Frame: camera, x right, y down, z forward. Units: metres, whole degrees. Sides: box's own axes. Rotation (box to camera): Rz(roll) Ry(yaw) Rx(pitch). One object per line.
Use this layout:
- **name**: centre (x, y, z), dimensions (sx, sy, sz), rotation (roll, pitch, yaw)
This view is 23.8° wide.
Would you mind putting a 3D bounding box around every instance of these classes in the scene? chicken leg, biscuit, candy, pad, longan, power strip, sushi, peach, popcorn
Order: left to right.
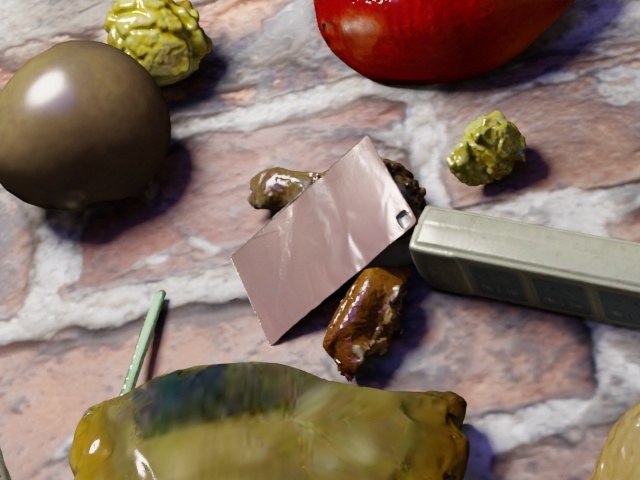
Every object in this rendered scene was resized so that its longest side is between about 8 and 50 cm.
- **longan**: centre (-0.246, -0.114, 1.533), dimensions (0.189, 0.189, 0.189), rotation (-10, 53, 14)
- **candy**: centre (-0.184, 0.172, 1.362), dimensions (0.092, 0.093, 0.335), rotation (6, 49, 8)
- **popcorn**: centre (-0.171, -0.217, 1.606), dimensions (0.106, 0.120, 0.116), rotation (-9, 45, 16)
- **biscuit**: centre (-0.032, 0.180, 1.226), dimensions (0.335, 0.078, 0.329), rotation (-21, 34, -28)
- **pad**: centre (0.000, 0.000, 1.405), dimensions (0.188, 0.006, 0.113), rotation (-41, 54, 20)
- **chicken leg**: centre (0.015, -0.043, 1.451), dimensions (0.198, 0.069, 0.085), rotation (6, 81, 32)
- **sushi**: centre (0.046, 0.070, 1.359), dimensions (0.060, 0.061, 0.118), rotation (32, 86, -8)
- **peach**: centre (0.116, -0.239, 1.501), dimensions (0.267, 0.159, 0.154), rotation (8, 65, 23)
- **popcorn**: centre (0.155, -0.083, 1.425), dimensions (0.083, 0.059, 0.068), rotation (-38, 11, -18)
- **power strip**: centre (0.201, 0.025, 1.314), dimensions (0.272, 0.078, 0.052), rotation (12, 63, 27)

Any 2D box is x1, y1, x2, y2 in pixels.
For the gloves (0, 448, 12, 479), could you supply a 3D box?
- **gloves**: centre (-0.307, 0.269, 1.320), dimensions (0.127, 0.111, 0.212), rotation (-11, 81, 7)

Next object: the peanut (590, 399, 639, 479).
- **peanut**: centre (0.309, 0.184, 1.136), dimensions (0.233, 0.110, 0.196), rotation (-20, 54, 5)
